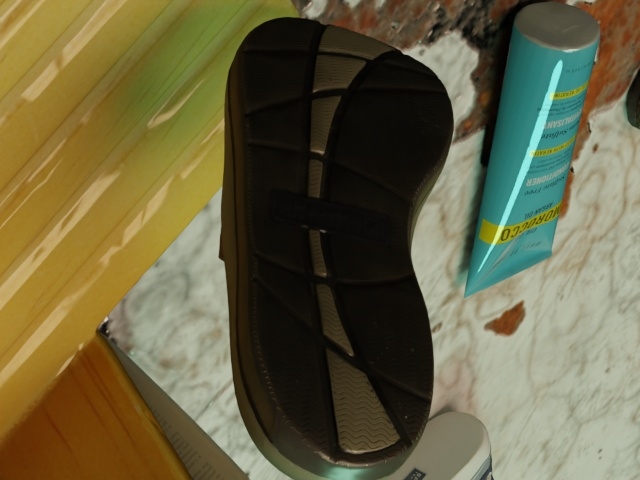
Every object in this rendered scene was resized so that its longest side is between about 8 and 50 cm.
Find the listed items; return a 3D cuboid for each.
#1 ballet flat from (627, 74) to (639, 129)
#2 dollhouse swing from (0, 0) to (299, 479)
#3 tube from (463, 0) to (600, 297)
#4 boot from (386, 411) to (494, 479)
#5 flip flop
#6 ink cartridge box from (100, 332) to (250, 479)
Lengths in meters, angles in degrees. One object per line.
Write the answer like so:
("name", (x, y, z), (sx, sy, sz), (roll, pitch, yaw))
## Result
("ballet flat", (0.287, -0.172, 1.116), (0.084, 0.058, 0.250), (10, 111, -49))
("dollhouse swing", (-0.105, 0.003, 0.699), (0.305, 0.315, 0.347), (-37, 140, -1))
("tube", (0.134, -0.053, 1.070), (0.080, 0.052, 0.207), (-20, 137, -25))
("boot", (0.055, 0.210, 1.170), (0.190, 0.069, 0.086), (-39, 137, -19))
("flip flop", (0.000, 0.000, 0.753), (0.112, 0.277, 0.080), (15, 137, -16))
("ink cartridge box", (-0.111, 0.179, 0.848), (0.189, 0.232, 0.066), (-46, 142, -7))
